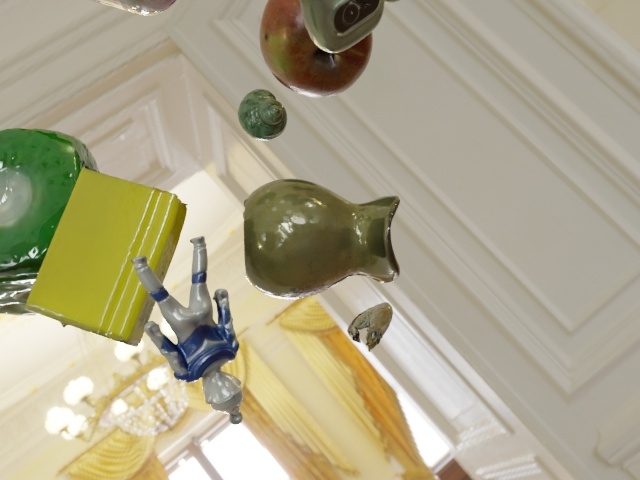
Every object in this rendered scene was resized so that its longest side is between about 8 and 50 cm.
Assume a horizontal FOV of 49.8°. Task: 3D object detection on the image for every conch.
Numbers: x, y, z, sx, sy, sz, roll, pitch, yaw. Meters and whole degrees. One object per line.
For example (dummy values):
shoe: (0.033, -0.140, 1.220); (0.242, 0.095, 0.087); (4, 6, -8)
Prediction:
conch: (-0.191, -0.419, 2.282); (0.122, 0.188, 0.176); (37, -108, -60)

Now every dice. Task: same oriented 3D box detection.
dice: (-0.558, -0.024, 1.311); (0.297, 0.287, 0.300); (-10, -18, -7)

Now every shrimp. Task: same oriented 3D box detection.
shrimp: (0.114, 0.212, 1.669); (0.126, 0.048, 0.223); (-25, 12, 18)

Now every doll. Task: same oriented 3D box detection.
doll: (-0.146, 0.116, 0.809); (0.114, 0.227, 0.057); (-22, 2, -38)

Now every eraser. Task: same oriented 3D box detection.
eraser: (-0.292, 0.024, 0.960); (0.069, 0.157, 0.226); (69, -141, -77)

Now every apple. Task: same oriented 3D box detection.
apple: (-0.014, -0.606, 2.047); (0.348, 0.277, 0.349); (-11, -55, -16)

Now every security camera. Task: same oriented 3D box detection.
security camera: (0.096, -0.453, 1.203); (0.301, 0.080, 0.157); (-39, -41, -15)

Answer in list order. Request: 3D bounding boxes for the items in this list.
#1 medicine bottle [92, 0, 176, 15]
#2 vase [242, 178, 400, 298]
medicine bottle: (-0.446, -0.614, 1.385); (0.256, 0.324, 0.256); (21, -90, -77)
vase: (0.000, 0.000, 1.421); (0.302, 0.241, 0.329); (-1, -5, -1)
